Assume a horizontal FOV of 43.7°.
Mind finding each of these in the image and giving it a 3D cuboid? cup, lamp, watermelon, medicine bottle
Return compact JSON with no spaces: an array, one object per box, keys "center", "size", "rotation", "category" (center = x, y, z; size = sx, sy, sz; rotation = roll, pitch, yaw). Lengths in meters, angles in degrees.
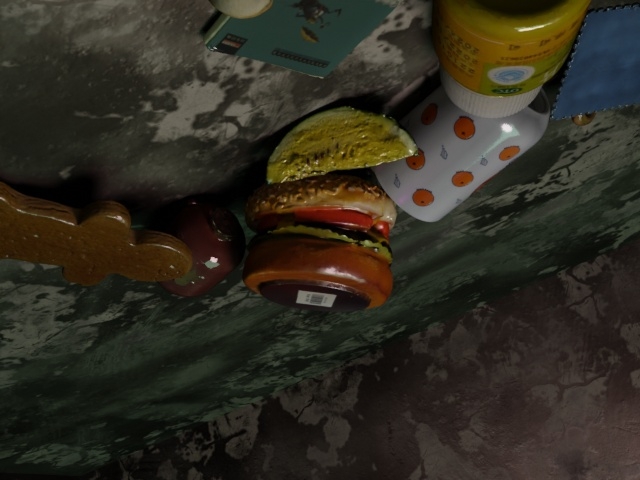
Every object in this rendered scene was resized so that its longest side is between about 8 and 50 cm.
[{"center":[0.278,-0.208,1.566],"size":[0.212,0.212,0.317],"rotation":[4,146,-43],"category":"cup"},{"center":[-0.269,0.018,1.692],"size":[0.180,0.180,0.258],"rotation":[4,149,-43],"category":"lamp"},{"center":[0.039,-0.181,1.530],"size":[0.301,0.129,0.123],"rotation":[-9,155,12],"category":"watermelon"},{"center":[0.282,-0.339,1.230],"size":[0.224,0.224,0.384],"rotation":[-20,167,1],"category":"medicine bottle"}]

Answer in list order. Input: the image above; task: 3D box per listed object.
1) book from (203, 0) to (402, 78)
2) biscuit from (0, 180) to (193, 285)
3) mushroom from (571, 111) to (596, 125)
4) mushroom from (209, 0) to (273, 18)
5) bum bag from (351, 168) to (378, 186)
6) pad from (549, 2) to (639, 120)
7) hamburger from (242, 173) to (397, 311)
[{"center":[0.027,-0.389,1.192],"size":[0.264,0.031,0.379],"rotation":[3,148,-43],"category":"book"},{"center":[-0.452,-0.006,1.507],"size":[0.432,0.064,0.283],"rotation":[11,146,-23],"category":"biscuit"},{"center":[0.599,-0.316,1.757],"size":[0.088,0.073,0.129],"rotation":[23,118,-40],"category":"mushroom"},{"center":[-0.086,-0.385,0.964],"size":[0.122,0.159,0.329],"rotation":[-14,160,-18],"category":"mushroom"},{"center":[0.049,-0.056,1.880],"size":[0.142,0.080,0.326],"rotation":[-13,154,-22],"category":"bum bag"},{"center":[0.614,-0.370,1.637],"size":[0.269,0.012,0.269],"rotation":[-11,139,-18],"category":"pad"},{"center":[0.000,0.000,1.643],"size":[0.330,0.250,0.330],"rotation":[6,162,2],"category":"hamburger"}]
